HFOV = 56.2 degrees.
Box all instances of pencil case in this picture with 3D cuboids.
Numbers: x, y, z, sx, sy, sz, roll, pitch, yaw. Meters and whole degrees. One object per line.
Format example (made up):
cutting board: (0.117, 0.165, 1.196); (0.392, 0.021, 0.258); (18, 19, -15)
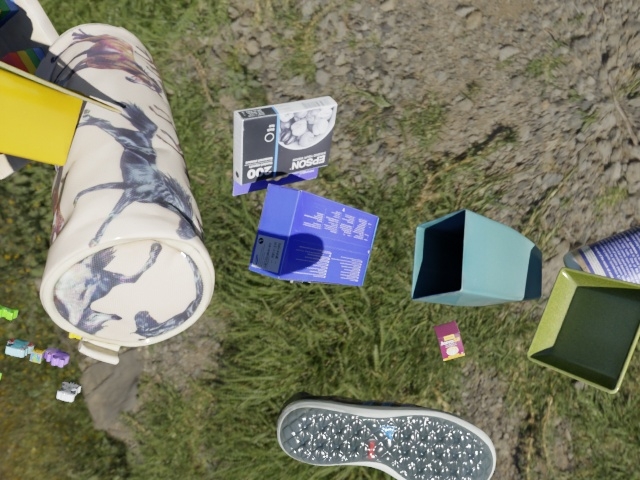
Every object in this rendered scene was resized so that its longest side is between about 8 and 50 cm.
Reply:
pencil case: (-0.240, -0.072, 0.691); (0.183, 0.160, 0.410); (-53, 43, 31)

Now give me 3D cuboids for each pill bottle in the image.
pill bottle: (0.642, 0.047, 1.197); (0.265, 0.153, 0.153); (-25, 90, 17)

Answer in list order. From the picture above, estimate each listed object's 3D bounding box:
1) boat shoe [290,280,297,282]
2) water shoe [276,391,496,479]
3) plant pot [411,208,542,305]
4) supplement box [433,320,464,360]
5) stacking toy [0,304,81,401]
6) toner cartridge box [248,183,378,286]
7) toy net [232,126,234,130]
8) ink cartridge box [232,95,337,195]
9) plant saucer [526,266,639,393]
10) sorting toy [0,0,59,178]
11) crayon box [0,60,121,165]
boat shoe: (-0.033, 0.082, 1.487); (0.065, 0.206, 0.075); (24, 85, 1)
water shoe: (0.061, 0.176, 0.561); (0.203, 0.080, 0.073); (14, 93, -4)
plant pot: (0.337, 0.057, 1.247); (0.165, 0.234, 0.165); (-24, 55, 62)
supplement box: (0.306, 0.238, 1.422); (0.055, 0.043, 0.083); (-17, 125, 6)
stacking toy: (-0.596, 0.233, 1.263); (0.221, 0.052, 0.167); (17, 106, -7)
toner cartridge box: (0.000, 0.000, 1.213); (0.075, 0.348, 0.165); (15, 91, 30)
toy net: (-0.084, -0.217, 1.391); (0.232, 0.045, 0.122); (31, 126, -27)
ink cartridge box: (-0.076, -0.181, 1.219); (0.045, 0.206, 0.208); (54, 149, 37)
plant saucer: (0.481, 0.156, 1.058); (0.188, 0.045, 0.188); (18, 84, 60)
sorting toy: (-0.494, -0.239, 0.876); (0.255, 0.089, 0.257); (-22, 104, 30)
crayon box: (-0.376, -0.148, 0.550); (0.319, 0.202, 0.081); (19, 93, 23)
